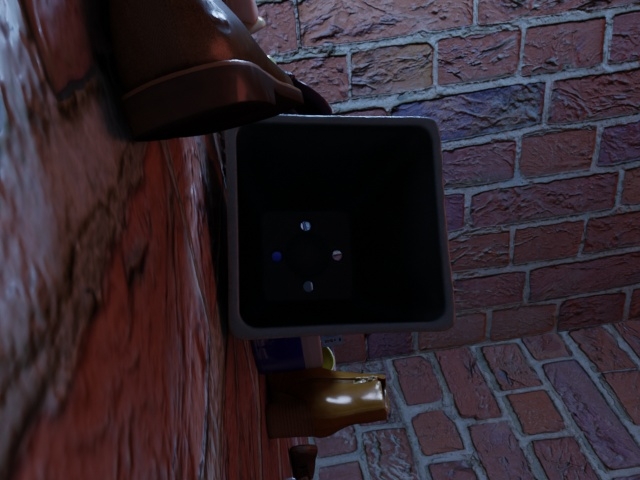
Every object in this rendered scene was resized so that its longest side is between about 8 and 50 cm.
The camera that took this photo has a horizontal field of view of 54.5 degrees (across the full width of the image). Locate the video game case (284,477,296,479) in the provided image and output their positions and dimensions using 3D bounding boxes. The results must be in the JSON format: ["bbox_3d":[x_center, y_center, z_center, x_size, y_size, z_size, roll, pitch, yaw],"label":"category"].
[{"bbox_3d":[-0.036,0.589,1.177,0.227,0.026,0.206,83,-2,-51],"label":"video game case"}]

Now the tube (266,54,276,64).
[{"bbox_3d":[-0.095,-0.220,1.084,0.062,0.070,0.240,-44,-133,44],"label":"tube"}]

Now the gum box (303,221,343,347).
[{"bbox_3d":[0.004,0.066,1.083,0.157,0.041,0.184,-105,-172,-66],"label":"gum box"}]

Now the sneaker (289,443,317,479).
[{"bbox_3d":[-0.034,0.543,1.495,0.188,0.066,0.071,84,-2,-58],"label":"sneaker"}]

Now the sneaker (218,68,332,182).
[{"bbox_3d":[-0.052,-0.121,0.871,0.106,0.163,0.281,-58,150,-32],"label":"sneaker"}]

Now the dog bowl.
[{"bbox_3d":[-0.066,0.087,1.041,0.265,0.104,0.264,171,-90,-87],"label":"dog bowl"}]

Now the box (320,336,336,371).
[{"bbox_3d":[-0.034,0.294,1.515,0.163,0.142,0.247,95,-14,-79],"label":"box"}]

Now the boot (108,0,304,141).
[{"bbox_3d":[-0.082,-0.139,0.463,0.305,0.112,0.115,-100,171,-83],"label":"boot"}]

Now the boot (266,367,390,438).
[{"bbox_3d":[0.012,0.265,1.115,0.295,0.211,0.104,-110,-167,-78],"label":"boot"}]

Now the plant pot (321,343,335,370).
[{"bbox_3d":[-0.048,0.280,1.352,0.134,0.134,0.095,-102,-150,-57],"label":"plant pot"}]

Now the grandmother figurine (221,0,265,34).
[{"bbox_3d":[-0.191,-0.610,1.330,0.208,0.104,0.342,47,-18,31],"label":"grandmother figurine"}]

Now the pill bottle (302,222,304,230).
[{"bbox_3d":[-0.074,-0.053,1.177,0.219,0.123,0.122,65,11,-47],"label":"pill bottle"}]

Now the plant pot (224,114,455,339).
[{"bbox_3d":[0.000,0.000,0.797,0.252,0.248,0.246,137,-49,-76],"label":"plant pot"}]
